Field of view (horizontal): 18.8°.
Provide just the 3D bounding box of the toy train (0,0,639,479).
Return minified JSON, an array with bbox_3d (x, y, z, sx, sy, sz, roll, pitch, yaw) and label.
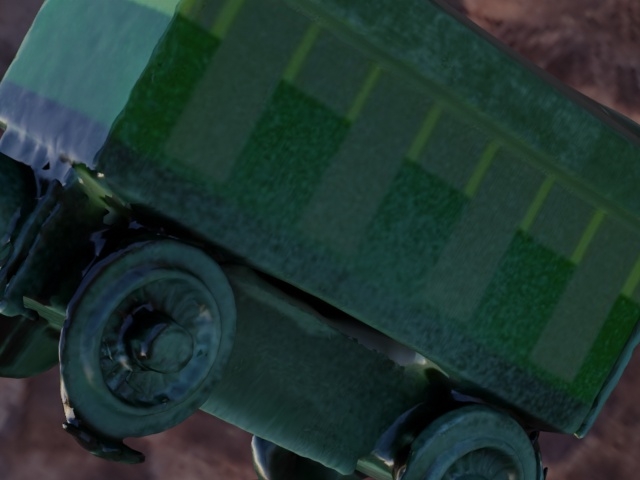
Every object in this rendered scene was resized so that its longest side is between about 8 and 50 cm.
[{"bbox_3d":[0.000,0.000,0.697,0.120,0.301,0.202,27,89,52],"label":"toy train"}]
